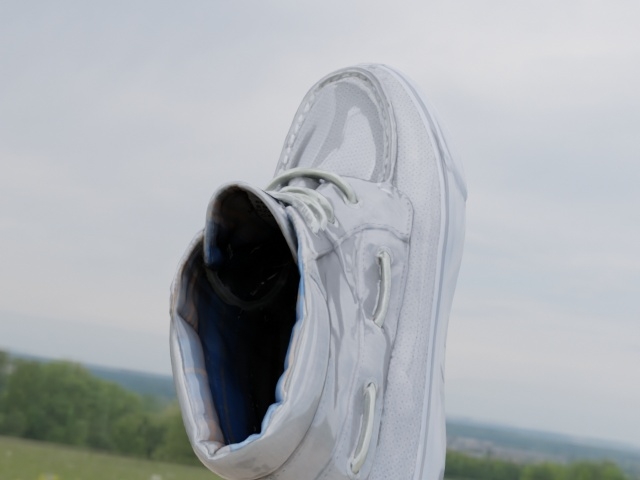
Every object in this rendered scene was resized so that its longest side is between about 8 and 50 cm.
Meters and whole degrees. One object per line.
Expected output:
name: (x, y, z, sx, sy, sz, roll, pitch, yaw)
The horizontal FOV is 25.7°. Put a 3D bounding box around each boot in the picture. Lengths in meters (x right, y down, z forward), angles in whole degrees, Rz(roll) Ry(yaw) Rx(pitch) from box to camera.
boot: (0.000, 0.000, 0.602, 0.095, 0.258, 0.123, -17, -38, 22)
